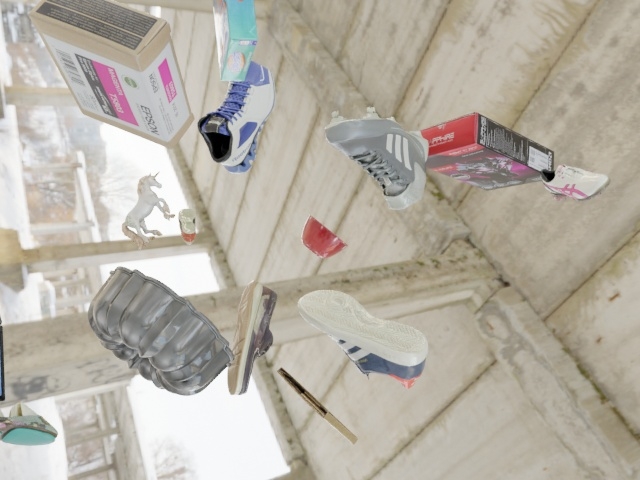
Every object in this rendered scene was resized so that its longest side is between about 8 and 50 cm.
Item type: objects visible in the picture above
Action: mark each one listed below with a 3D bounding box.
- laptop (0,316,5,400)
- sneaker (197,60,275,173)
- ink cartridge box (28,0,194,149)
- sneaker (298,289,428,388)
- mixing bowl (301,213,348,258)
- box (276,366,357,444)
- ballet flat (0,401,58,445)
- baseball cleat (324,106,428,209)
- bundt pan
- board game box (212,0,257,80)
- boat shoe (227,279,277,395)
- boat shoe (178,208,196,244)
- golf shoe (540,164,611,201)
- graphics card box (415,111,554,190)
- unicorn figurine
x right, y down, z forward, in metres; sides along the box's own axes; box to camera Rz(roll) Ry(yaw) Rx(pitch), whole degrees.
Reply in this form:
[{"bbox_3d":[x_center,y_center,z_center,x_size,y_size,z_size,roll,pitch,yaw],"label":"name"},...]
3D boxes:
[{"bbox_3d":[-0.729,0.199,0.954,0.264,0.235,0.136,116,-37,-46],"label":"laptop"},{"bbox_3d":[-0.230,-0.338,1.404,0.128,0.182,0.315,17,-82,16],"label":"sneaker"},{"bbox_3d":[-0.333,-0.279,0.863,0.234,0.194,0.088,95,19,-64],"label":"ink cartridge box"},{"bbox_3d":[0.086,0.240,1.230,0.350,0.131,0.148,25,-48,36],"label":"sneaker"},{"bbox_3d":[0.000,0.000,1.833,0.098,0.181,0.181,-52,-141,0],"label":"mixing bowl"},{"bbox_3d":[-0.006,0.379,1.181,0.164,0.021,0.201,32,-17,39],"label":"box"},{"bbox_3d":[-0.617,0.354,1.003,0.077,0.222,0.079,-38,-124,20],"label":"ballet flat"},{"bbox_3d":[0.082,-0.093,0.632,0.072,0.206,0.109,-6,-92,40],"label":"baseball cleat"},{"bbox_3d":[-0.353,0.209,1.094,0.331,0.124,0.330,25,-34,18],"label":"bundt pan"},{"bbox_3d":[-0.150,-0.402,0.878,0.160,0.047,0.210,155,-71,-72],"label":"board game box"},{"bbox_3d":[-0.158,0.236,1.253,0.103,0.093,0.285,-43,-146,50],"label":"boat shoe"},{"bbox_3d":[-0.363,-0.042,1.414,0.137,0.049,0.043,-117,-151,-52],"label":"boat shoe"},{"bbox_3d":[0.590,-0.139,1.217,0.086,0.067,0.186,43,-8,-13],"label":"golf shoe"},{"bbox_3d":[0.457,-0.238,1.463,0.233,0.371,0.094,-8,-105,52],"label":"graphics card box"},{"bbox_3d":[-0.362,-0.070,1.090,0.111,0.161,0.060,36,-14,11],"label":"unicorn figurine"}]
